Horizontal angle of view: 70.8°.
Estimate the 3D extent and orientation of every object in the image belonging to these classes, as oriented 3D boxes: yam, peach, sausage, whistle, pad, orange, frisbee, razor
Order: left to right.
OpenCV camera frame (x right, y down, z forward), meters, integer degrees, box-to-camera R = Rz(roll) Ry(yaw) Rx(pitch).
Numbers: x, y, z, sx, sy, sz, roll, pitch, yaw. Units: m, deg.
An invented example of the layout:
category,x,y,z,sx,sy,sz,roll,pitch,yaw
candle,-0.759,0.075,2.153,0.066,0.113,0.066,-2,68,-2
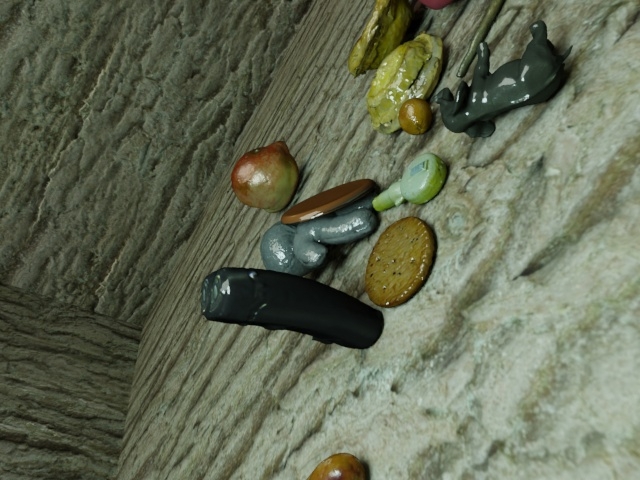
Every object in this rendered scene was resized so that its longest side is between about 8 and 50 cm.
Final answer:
category,x,y,z,sx,sy,sz,roll,pitch,yaw
peach,-0.184,-0.230,1.579,0.232,0.232,0.256,31,106,66
razor,-0.054,0.126,0.847,0.189,0.327,0.107,-17,58,59
sausage,-0.021,0.477,0.741,0.103,0.076,0.302,28,93,58
frisbee,0.016,-0.098,1.100,0.251,0.021,0.251,-23,13,6
whistle,0.175,-0.111,0.930,0.198,0.057,0.104,-27,43,53
pad,0.267,-0.687,1.365,0.158,0.003,0.235,-62,24,5
orange,0.209,-0.273,0.994,0.085,0.085,0.085,-46,30,37
yam,0.348,-0.451,0.947,0.234,0.029,0.027,-64,-18,5

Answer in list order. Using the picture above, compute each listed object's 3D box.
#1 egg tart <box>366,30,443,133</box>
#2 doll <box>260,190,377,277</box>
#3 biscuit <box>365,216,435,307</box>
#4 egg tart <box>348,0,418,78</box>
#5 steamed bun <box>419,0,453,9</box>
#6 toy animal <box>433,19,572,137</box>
category,x,y,z,sx,sy,sz,roll,pitch,yaw
egg tart,0.194,-0.399,1.127,0.279,0.095,0.278,-47,29,37
doll,0.002,0.006,1.104,0.341,0.158,0.245,-20,31,20
biscuit,0.150,0.042,0.871,0.188,0.027,0.187,-45,32,39
egg tart,0.177,-0.574,1.246,0.294,0.116,0.295,-61,4,8
steamed bun,0.278,-0.695,1.045,0.309,0.309,0.309,-46,30,37
toy animal,0.292,-0.269,0.772,0.245,0.115,0.146,-25,45,56
